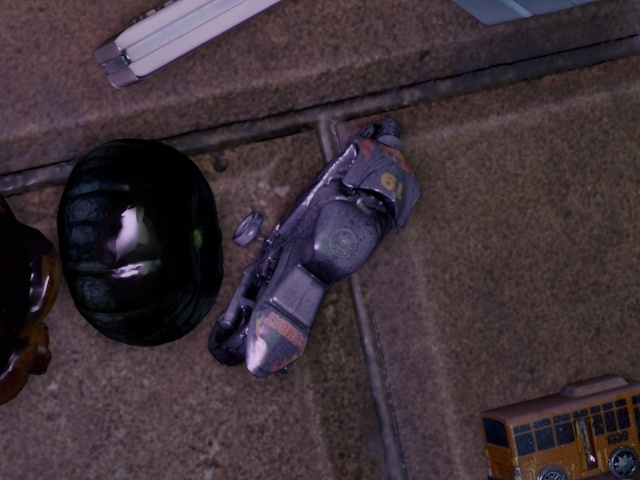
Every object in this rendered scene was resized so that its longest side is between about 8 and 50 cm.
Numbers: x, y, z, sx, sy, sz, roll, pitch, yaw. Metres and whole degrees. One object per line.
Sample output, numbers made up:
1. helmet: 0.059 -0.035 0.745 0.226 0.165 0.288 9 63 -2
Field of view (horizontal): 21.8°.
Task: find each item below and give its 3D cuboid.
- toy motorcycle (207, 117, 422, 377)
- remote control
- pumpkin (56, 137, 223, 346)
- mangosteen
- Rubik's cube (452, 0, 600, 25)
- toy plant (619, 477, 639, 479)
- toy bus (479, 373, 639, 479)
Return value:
1. toy motorcycle: 0.000 0.000 1.619 0.108 0.173 0.307 39 77 -18
2. remote control: -0.085 -0.238 1.619 0.277 0.103 0.055 -32 100 -16
3. pumpkin: -0.171 0.001 1.554 0.140 0.202 0.202 -4 93 16
4. mangosteen: -0.355 0.056 1.459 0.287 0.233 0.288 -2 98 -18
5. Rubik's cube: 0.182 -0.429 1.601 0.322 0.316 0.319 32 80 -16
6. toy plant: 0.315 0.356 1.760 0.243 0.112 0.232 -28 120 -13
7. toy bus: 0.269 0.205 1.763 0.182 0.091 0.103 -12 94 -17
